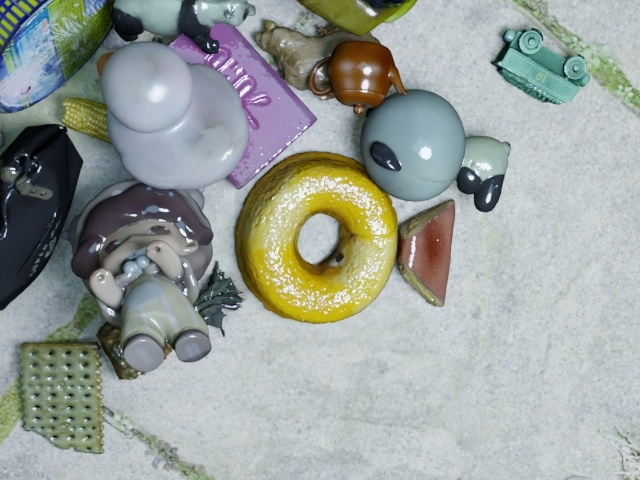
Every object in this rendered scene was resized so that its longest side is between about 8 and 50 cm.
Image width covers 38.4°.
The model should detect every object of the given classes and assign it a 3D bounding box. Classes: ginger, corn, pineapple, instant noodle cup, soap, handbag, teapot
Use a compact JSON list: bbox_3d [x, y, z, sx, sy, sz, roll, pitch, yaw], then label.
[{"bbox_3d":[-0.002,-0.303,1.541,0.214,0.074,0.137,0,81,-10],"label":"ginger"},{"bbox_3d":[-0.328,-0.187,1.519,0.206,0.067,0.067,16,93,-7],"label":"corn"},{"bbox_3d":[-0.244,0.138,1.542,0.251,0.125,0.125,-30,97,-13],"label":"pineapple"},{"bbox_3d":[-0.509,-0.398,1.401,0.312,0.284,0.284,42,89,1],"label":"instant noodle cup"},{"bbox_3d":[-0.155,-0.237,1.525,0.181,0.081,0.259,-41,97,-1],"label":"soap"},{"bbox_3d":[-0.480,-0.025,1.406,0.152,0.288,0.342,27,92,-11],"label":"handbag"},{"bbox_3d":[0.059,-0.254,1.465,0.173,0.116,0.116,4,95,24],"label":"teapot"}]

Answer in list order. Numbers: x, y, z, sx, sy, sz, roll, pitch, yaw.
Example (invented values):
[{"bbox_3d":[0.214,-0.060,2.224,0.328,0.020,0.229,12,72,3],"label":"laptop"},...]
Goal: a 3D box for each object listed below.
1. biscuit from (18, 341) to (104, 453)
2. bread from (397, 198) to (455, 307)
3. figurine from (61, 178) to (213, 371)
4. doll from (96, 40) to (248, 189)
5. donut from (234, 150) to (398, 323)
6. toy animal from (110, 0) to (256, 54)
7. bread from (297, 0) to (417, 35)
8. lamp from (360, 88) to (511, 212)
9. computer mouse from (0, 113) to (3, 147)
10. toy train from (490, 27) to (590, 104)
[{"bbox_3d":[-0.439,0.266,1.554,0.144,0.016,0.203,2,104,-4],"label":"biscuit"},{"bbox_3d":[0.177,0.017,1.578,0.119,0.067,0.192,8,91,-38],"label":"bread"},{"bbox_3d":[-0.262,0.046,1.417,0.248,0.380,0.203,-23,130,-2],"label":"figurine"},{"bbox_3d":[-0.224,-0.195,1.366,0.251,0.221,0.221,38,90,4],"label":"doll"},{"bbox_3d":[0.000,0.000,1.547,0.303,0.110,0.302,-1,95,-6],"label":"donut"},{"bbox_3d":[-0.212,-0.354,1.415,0.225,0.121,0.093,10,81,5],"label":"toy animal"},{"bbox_3d":[0.002,-0.487,1.449,0.377,0.251,0.208,34,123,-8],"label":"bread"},{"bbox_3d":[0.184,-0.147,1.515,0.244,0.198,0.197,19,92,-15],"label":"lamp"},{"bbox_3d":[-0.634,-0.193,1.480,0.237,0.082,0.145,-1,94,-5],"label":"computer mouse"},{"bbox_3d":[0.380,-0.298,1.584,0.172,0.070,0.099,28,98,-8],"label":"toy train"}]
